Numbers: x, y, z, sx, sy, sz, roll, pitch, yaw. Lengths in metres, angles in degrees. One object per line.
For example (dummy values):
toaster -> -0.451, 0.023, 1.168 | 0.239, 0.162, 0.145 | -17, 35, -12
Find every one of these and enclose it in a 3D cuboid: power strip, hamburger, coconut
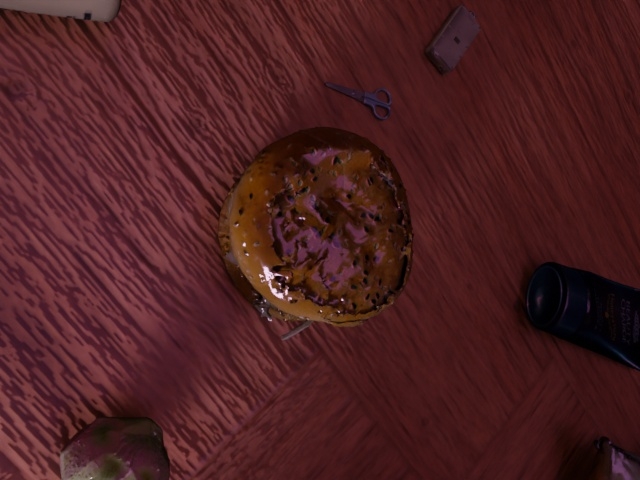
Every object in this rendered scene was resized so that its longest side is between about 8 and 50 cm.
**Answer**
power strip -> 0.156, -0.236, 0.606 | 0.040, 0.016, 0.090 | 42, 69, -20
hamburger -> 0.000, 0.000, 0.457 | 0.177, 0.113, 0.185 | 22, 77, -27
coconut -> -0.152, 0.170, 0.385 | 0.083, 0.082, 0.081 | 46, 72, -21

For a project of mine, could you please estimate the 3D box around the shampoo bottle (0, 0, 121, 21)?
shampoo bottle -> -0.227, -0.204, 0.360 | 0.162, 0.079, 0.079 | -5, 90, -29

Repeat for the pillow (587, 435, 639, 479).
pillow -> 0.431, 0.427, 0.670 | 0.312, 0.119, 0.310 | 19, 76, -29

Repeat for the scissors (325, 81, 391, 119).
scissors -> 0.041, -0.154, 0.546 | 0.083, 0.006, 0.036 | 13, 80, -27

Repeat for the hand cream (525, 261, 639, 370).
hand cream -> 0.377, 0.101, 0.699 | 0.271, 0.061, 0.120 | 19, 74, -34
